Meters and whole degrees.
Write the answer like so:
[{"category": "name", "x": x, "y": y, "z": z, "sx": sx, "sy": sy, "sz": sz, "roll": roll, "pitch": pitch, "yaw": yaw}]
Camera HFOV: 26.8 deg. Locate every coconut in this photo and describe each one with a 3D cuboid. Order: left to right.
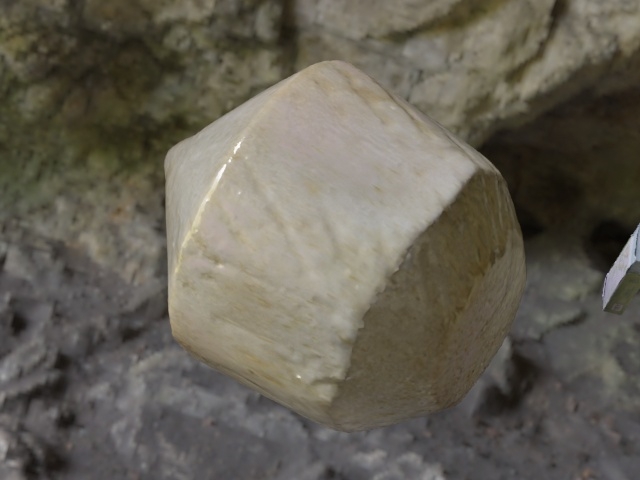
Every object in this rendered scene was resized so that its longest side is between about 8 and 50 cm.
[{"category": "coconut", "x": 0.000, "y": 0.000, "z": 1.106, "sx": 0.329, "sy": 0.328, "sz": 0.329, "roll": 17, "pitch": 15, "yaw": -5}]

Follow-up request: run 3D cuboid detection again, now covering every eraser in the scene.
[{"category": "eraser", "x": 0.240, "y": 0.023, "z": 1.043, "sx": 0.019, "sy": 0.038, "sz": 0.083, "roll": 16, "pitch": -30, "yaw": 1}]
